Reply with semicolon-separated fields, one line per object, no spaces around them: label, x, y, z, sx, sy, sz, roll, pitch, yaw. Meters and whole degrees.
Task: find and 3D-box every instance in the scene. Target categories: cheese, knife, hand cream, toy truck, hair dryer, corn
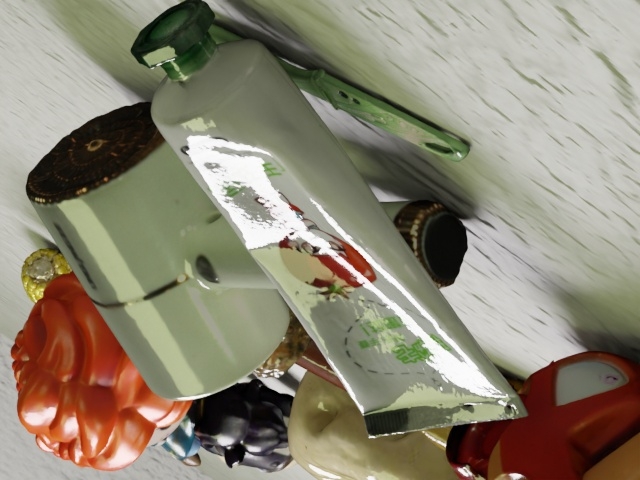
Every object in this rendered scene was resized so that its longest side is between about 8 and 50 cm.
cheese;0.078;0.204;1.494;0.235;0.117;0.218;31;164;-5
knife;-0.003;-0.093;0.916;0.207;0.014;0.030;27;159;18
hand cream;0.000;0.000;0.950;0.121;0.076;0.336;-12;125;38
toy truck;0.223;0.163;0.999;0.189;0.239;0.265;39;-155;-18
hair dryer;-0.033;0.008;1.087;0.362;0.128;0.203;0;128;43
corn;-0.341;0.065;2.009;0.072;0.072;0.203;31;166;9

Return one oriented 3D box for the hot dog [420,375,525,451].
hot dog;0.191;0.173;1.248;0.289;0.083;0.068;28;-177;21

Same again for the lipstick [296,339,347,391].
lipstick;-0.082;0.053;1.462;0.357;0.057;0.057;27;164;22

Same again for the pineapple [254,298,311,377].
pineapple;-0.086;0.025;1.304;0.198;0.108;0.108;43;163;-14

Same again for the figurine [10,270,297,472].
figurine;-0.190;0.175;1.800;0.412;0.241;0.306;33;178;-41
